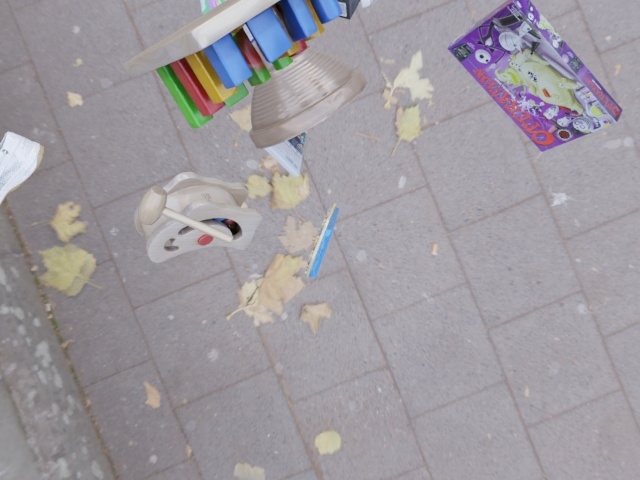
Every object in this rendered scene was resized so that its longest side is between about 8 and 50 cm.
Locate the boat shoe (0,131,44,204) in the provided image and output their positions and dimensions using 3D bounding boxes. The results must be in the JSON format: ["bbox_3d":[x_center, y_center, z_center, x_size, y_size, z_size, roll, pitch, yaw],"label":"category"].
[{"bbox_3d":[-0.695,-0.122,1.210,0.277,0.098,0.096,-42,133,12],"label":"boat shoe"}]

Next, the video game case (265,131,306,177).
[{"bbox_3d":[-0.112,-0.302,1.683,0.022,0.190,0.173,-15,51,33],"label":"video game case"}]

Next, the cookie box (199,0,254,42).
[{"bbox_3d":[-0.091,-0.277,0.669,0.107,0.040,0.092,-32,62,41],"label":"cookie box"}]

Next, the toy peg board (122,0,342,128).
[{"bbox_3d":[-0.058,-0.165,0.498,0.161,0.160,0.079,-43,118,-23],"label":"toy peg board"}]

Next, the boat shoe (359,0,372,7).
[{"bbox_3d":[0.060,-0.415,0.794,0.063,0.066,0.184,-15,118,0],"label":"boat shoe"}]

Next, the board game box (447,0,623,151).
[{"bbox_3d":[0.466,-0.355,1.290,0.347,0.208,0.056,41,69,-14],"label":"board game box"}]

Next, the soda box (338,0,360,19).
[{"bbox_3d":[0.010,-0.280,0.515,0.053,0.169,0.060,22,72,13],"label":"soda box"}]

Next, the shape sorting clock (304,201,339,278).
[{"bbox_3d":[0.000,0.000,1.473,0.040,0.206,0.206,19,91,-1],"label":"shape sorting clock"}]

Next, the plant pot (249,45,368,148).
[{"bbox_3d":[-0.043,-0.273,1.063,0.237,0.237,0.110,-32,111,1],"label":"plant pot"}]

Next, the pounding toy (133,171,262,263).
[{"bbox_3d":[-0.213,-0.009,1.003,0.154,0.269,0.155,-45,60,25],"label":"pounding toy"}]
